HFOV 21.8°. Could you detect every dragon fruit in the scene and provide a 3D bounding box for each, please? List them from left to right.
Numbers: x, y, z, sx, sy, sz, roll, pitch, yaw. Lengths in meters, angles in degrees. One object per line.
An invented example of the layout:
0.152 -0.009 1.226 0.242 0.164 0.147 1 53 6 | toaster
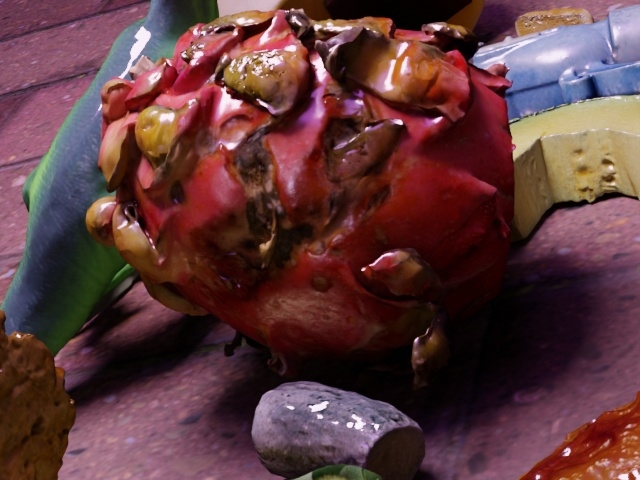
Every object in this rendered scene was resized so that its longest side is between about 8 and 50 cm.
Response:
-0.015 -0.032 1.132 0.291 0.269 0.250 1 -5 -3 | dragon fruit

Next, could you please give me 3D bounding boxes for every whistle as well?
0.237 -0.144 1.387 0.269 0.093 0.180 -13 9 16 | whistle

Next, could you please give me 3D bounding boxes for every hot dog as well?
0.231 -0.207 1.596 0.090 0.030 0.034 3 25 43 | hot dog

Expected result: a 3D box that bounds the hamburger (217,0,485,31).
0.022 -0.245 1.620 0.295 0.227 0.151 -25 47 -15 | hamburger

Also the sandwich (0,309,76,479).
-0.302 0.203 0.942 0.262 0.131 0.325 -11 46 29 | sandwich

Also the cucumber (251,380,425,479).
0.012 0.124 1.039 0.112 0.064 0.064 8 37 40 | cucumber

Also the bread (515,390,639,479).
0.096 0.183 0.793 0.380 0.109 0.185 -30 25 -12 | bread

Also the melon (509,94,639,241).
0.186 -0.055 1.277 0.209 0.064 0.118 -13 24 12 | melon

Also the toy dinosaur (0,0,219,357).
-0.179 -0.033 1.191 0.144 0.374 0.500 24 47 20 | toy dinosaur

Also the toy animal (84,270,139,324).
-0.147 0.021 1.417 0.075 0.041 0.217 2 37 37 | toy animal

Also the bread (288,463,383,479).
-0.062 0.193 0.933 0.228 0.033 0.228 -25 8 4 | bread
